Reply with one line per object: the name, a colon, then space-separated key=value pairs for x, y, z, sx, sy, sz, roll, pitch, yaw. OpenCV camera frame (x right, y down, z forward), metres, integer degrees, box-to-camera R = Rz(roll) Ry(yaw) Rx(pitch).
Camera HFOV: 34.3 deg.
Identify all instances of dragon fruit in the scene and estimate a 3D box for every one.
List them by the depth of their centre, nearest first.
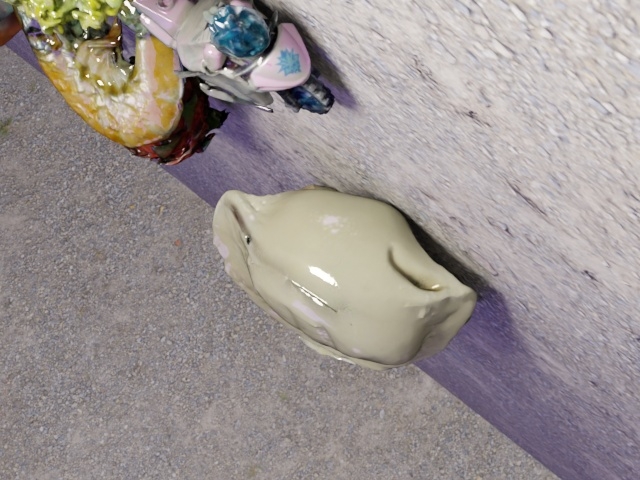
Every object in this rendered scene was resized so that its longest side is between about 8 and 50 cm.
dragon fruit: x=-0.257 y=-0.209 z=1.640 sx=0.182 sy=0.182 sz=0.189 roll=29 pitch=157 yaw=57

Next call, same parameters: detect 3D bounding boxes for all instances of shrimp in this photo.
shrimp: x=-0.332 y=-0.323 z=1.405 sx=0.272 sy=0.085 sz=0.445 roll=-11 pitch=116 yaw=45

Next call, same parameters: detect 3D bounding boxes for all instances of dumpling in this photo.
dumpling: x=0.014 y=0.077 z=1.488 sx=0.395 sy=0.233 sz=0.316 roll=21 pitch=136 yaw=9

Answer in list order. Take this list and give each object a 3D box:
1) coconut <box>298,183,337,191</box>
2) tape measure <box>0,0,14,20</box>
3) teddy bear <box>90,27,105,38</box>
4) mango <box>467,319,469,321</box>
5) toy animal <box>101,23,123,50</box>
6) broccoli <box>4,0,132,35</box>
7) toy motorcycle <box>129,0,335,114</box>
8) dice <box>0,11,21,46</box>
coconut: x=-0.002 y=0.002 z=1.654 sx=0.162 sy=0.161 sz=0.161 roll=52 pitch=170 yaw=-18
tape measure: x=-0.579 y=-0.438 z=1.587 sx=0.259 sy=0.262 sz=0.138 roll=45 pitch=-179 yaw=-33
teddy bear: x=-0.384 y=-0.350 z=1.607 sx=0.133 sy=0.111 sz=0.213 roll=-4 pitch=140 yaw=9
mango: x=0.161 y=0.083 z=1.597 sx=0.163 sy=0.089 sz=0.117 roll=36 pitch=172 yaw=23
toy animal: x=-0.445 y=-0.379 z=1.903 sx=0.225 sy=0.094 sz=0.121 roll=34 pitch=162 yaw=45
broccoli: x=-0.226 y=-0.288 z=0.911 sx=0.242 sy=0.180 sz=0.273 roll=44 pitch=172 yaw=-26
toy motorcycle: x=-0.097 y=-0.213 z=1.053 sx=0.239 sy=0.108 sz=0.204 roll=14 pitch=175 yaw=5
dice: x=-0.592 y=-0.452 z=1.824 sx=0.174 sy=0.179 sz=0.175 roll=44 pitch=174 yaw=-31
